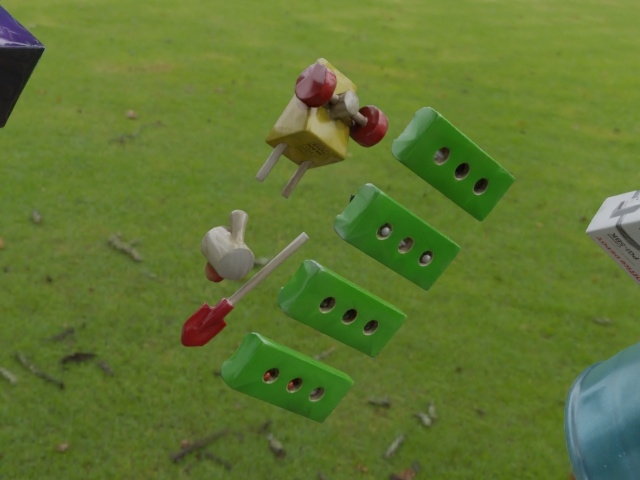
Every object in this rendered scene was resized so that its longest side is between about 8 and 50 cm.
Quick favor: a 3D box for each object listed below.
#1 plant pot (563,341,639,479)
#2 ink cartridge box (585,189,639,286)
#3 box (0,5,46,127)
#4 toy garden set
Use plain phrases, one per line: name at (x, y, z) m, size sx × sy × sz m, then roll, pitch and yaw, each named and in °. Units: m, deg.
plant pot at (0.375, 0.145, 0.743) m, size 0.272 × 0.255 × 0.271 m, roll 25°, pitch 39°, yaw -23°
ink cartridge box at (0.364, -0.005, 1.032) m, size 0.099 × 0.056 × 0.135 m, roll 42°, pitch -20°, yaw -11°
box at (-0.389, -0.177, 0.803) m, size 0.184 × 0.103 × 0.261 m, roll 40°, pitch 23°, yaw 12°
toy garden set at (0.000, 0.000, 0.703) m, size 0.204 × 0.244 × 0.049 m, roll 31°, pitch 10°, yaw -43°
